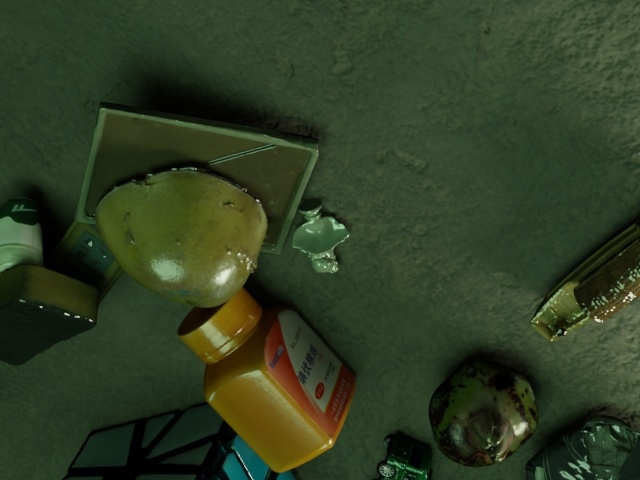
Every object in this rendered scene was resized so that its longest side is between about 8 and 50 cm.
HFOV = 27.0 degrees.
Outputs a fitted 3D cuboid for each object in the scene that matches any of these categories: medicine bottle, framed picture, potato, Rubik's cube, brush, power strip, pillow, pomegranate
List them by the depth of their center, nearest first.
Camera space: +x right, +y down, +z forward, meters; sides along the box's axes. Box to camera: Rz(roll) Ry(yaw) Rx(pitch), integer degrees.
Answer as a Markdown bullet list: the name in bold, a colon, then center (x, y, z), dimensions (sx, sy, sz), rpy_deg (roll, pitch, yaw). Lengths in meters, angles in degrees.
- **potato**: center (-0.164, 0.016, 1.565), dimensions (0.202, 0.117, 0.182), rpy_deg (24, 134, -27)
- **framed picture**: center (-0.148, -0.068, 1.568), dimensions (0.260, 0.023, 0.189), rpy_deg (9, 134, -12)
- **pomegranate**: center (0.206, 0.227, 1.636), dimensions (0.138, 0.163, 0.125), rpy_deg (-28, 128, 6)
- **power strip**: center (-0.255, -0.025, 1.667), dimensions (0.092, 0.066, 0.387), rpy_deg (34, 124, -9)
- **medicine bottle**: center (-0.070, 0.163, 1.678), dimensions (0.112, 0.149, 0.222), rpy_deg (-32, 108, 30)
- **brush**: center (-0.378, 0.095, 1.685), dimensions (0.123, 0.059, 0.197), rpy_deg (24, 145, -38)
- **pillow**: center (0.336, 0.367, 1.719), dimensions (0.161, 0.092, 0.335), rpy_deg (-3, 121, -3)
- **Rubik's cube**: center (-0.190, 0.419, 1.799), dimensions (0.293, 0.288, 0.283), rpy_deg (-19, 113, 24)

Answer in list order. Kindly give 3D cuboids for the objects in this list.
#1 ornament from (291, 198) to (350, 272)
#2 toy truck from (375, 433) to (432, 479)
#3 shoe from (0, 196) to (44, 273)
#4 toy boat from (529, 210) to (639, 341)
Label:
- **ornament**: center (-0.002, -0.003, 1.619), dimensions (0.068, 0.041, 0.092), rpy_deg (7, 114, -15)
- **toy truck**: center (0.104, 0.333, 1.786), dimensions (0.079, 0.065, 0.147), rpy_deg (16, 125, 4)
- **shoe**: center (-0.428, 0.027, 1.748), dimensions (0.095, 0.110, 0.265), rpy_deg (14, 156, -33)
- **toy boat**: center (0.330, 0.045, 1.521), dimensions (0.068, 0.088, 0.226), rpy_deg (41, 123, -11)
